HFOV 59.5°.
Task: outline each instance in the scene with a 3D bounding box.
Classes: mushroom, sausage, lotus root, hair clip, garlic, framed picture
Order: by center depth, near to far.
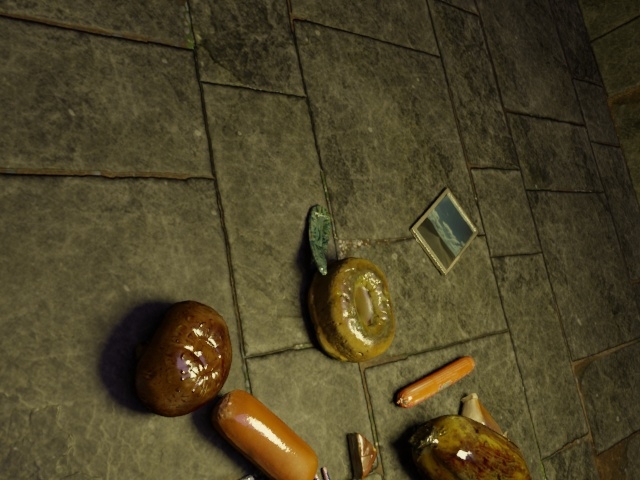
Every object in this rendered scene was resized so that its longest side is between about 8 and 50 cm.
[{"bbox_3d":[-0.250,0.230,1.090,0.194,0.138,0.231,31,58,-27],"label":"mushroom"},{"bbox_3d":[-0.113,0.418,1.163,0.274,0.105,0.105,46,52,-17],"label":"sausage"},{"bbox_3d":[-0.002,0.001,1.411,0.066,0.036,0.229,28,40,-28],"label":"hair clip"},{"bbox_3d":[0.383,0.569,1.439,0.398,0.196,0.179,33,21,-24],"label":"lotus root"},{"bbox_3d":[0.326,0.390,1.552,0.348,0.053,0.053,-13,84,-40],"label":"sausage"},{"bbox_3d":[0.479,0.542,1.606,0.198,0.090,0.128,42,41,-15],"label":"garlic"},{"bbox_3d":[0.393,-0.030,1.770,0.189,0.023,0.260,54,51,-8],"label":"framed picture"}]

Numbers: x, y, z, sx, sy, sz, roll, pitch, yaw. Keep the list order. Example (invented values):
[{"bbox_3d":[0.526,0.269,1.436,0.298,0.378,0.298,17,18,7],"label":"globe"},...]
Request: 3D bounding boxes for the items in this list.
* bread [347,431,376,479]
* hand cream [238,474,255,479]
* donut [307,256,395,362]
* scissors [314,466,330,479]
[{"bbox_3d":[0.104,0.513,1.340,0.062,0.043,0.108,5,71,-36],"label":"bread"},{"bbox_3d":[-0.172,0.508,1.143,0.093,0.019,0.030,-20,90,-34],"label":"hand cream"},{"bbox_3d":[0.078,0.169,1.380,0.209,0.128,0.261,-8,79,-39],"label":"donut"},{"bbox_3d":[0.017,0.575,1.270,0.039,0.012,0.113,-20,88,-40],"label":"scissors"}]
